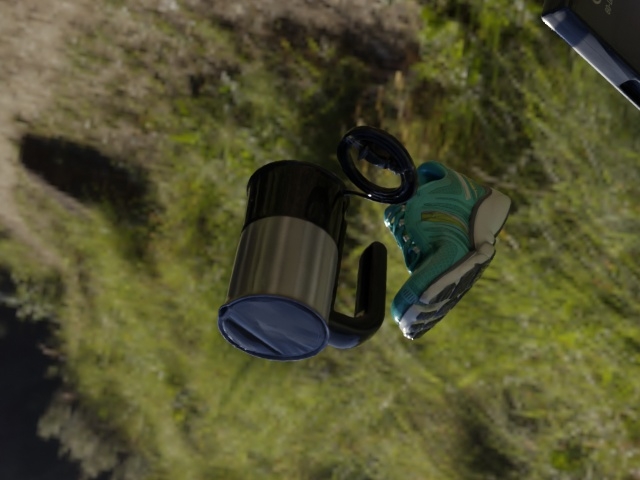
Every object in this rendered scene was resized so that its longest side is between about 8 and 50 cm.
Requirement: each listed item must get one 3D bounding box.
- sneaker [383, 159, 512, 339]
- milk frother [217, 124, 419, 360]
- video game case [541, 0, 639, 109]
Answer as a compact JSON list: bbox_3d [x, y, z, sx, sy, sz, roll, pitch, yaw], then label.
[{"bbox_3d":[0.106,0.004,1.267,0.110,0.107,0.275,36,-151,-3],"label":"sneaker"},{"bbox_3d":[0.000,0.000,0.954,0.129,0.135,0.143,11,142,-2],"label":"milk frother"},{"bbox_3d":[0.261,-0.147,0.866,0.274,0.196,0.026,34,147,-28],"label":"video game case"}]
